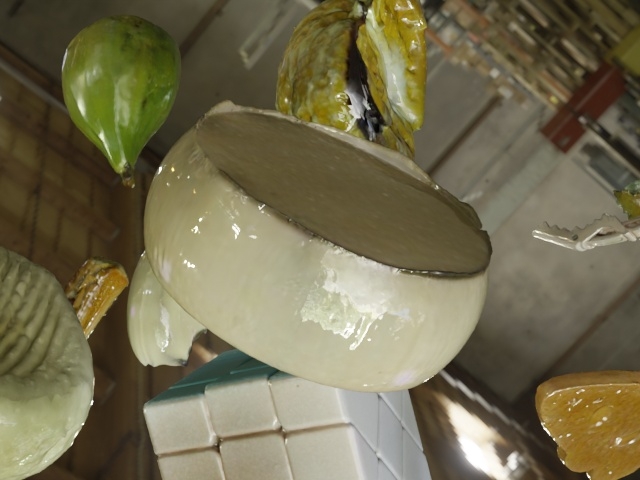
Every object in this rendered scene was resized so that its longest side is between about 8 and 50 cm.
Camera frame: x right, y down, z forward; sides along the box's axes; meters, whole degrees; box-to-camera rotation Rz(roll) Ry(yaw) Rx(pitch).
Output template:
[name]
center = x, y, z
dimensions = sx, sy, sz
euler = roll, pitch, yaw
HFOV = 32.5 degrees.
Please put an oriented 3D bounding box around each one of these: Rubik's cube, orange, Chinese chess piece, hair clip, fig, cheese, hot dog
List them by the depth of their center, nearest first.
[Chinese chess piece]
center = 0.000, 0.000, 1.050
dimensions = 0.338, 0.140, 0.338
euler = 21, -157, -9
[cheese]
center = -0.166, 0.020, 1.317
dimensions = 0.070, 0.249, 0.163
euler = 7, -170, 26
[hair clip]
center = 0.371, -0.010, 1.382
dimensions = 0.034, 0.226, 0.072
euler = 31, -126, -48
[hot dog]
center = -0.367, 0.141, 1.487
dimensions = 0.068, 0.289, 0.083
euler = 35, 176, 19
[Rubik's cube]
center = -0.035, 0.328, 1.686
dimensions = 0.322, 0.316, 0.319
euler = -25, -79, -69
[orange]
center = 0.046, -0.238, 1.713
dimensions = 0.271, 0.210, 0.369
euler = 58, -148, -30
[fig]
center = -0.354, -0.276, 2.000
dimensions = 0.233, 0.233, 0.314
euler = 33, -159, -34

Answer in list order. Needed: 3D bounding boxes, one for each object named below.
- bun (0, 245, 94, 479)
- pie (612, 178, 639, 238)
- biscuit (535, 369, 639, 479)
[bun]
center = -0.439, 0.144, 1.272
dimensions = 0.352, 0.227, 0.349
euler = 31, -161, -5
[pie]
center = 0.554, -0.104, 1.425
dimensions = 0.296, 0.371, 0.078
euler = 33, -153, 28
[biscuit]
center = 0.285, 0.167, 1.027
dimensions = 0.250, 0.162, 0.035
euler = 23, -154, -37
